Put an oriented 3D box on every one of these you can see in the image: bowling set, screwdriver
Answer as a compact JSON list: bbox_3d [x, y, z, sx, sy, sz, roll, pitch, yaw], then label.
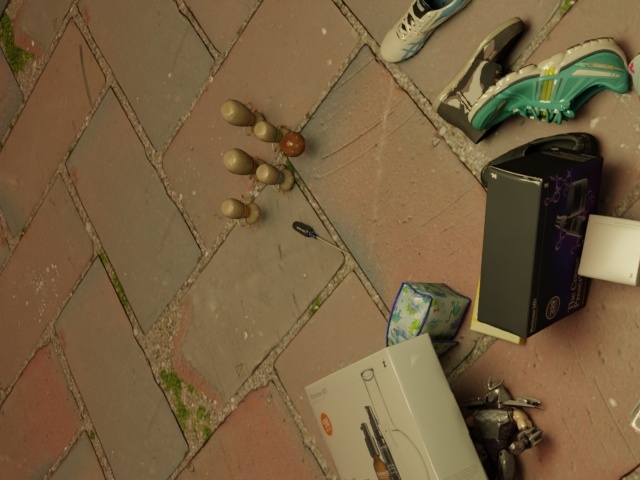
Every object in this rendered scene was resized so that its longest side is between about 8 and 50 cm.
[{"bbox_3d":[-0.103,-0.172,2.026,0.200,0.154,0.287,-1,84,25],"label":"bowling set"},{"bbox_3d":[0.000,0.000,1.969,0.170,0.024,0.025,34,80,38],"label":"screwdriver"}]

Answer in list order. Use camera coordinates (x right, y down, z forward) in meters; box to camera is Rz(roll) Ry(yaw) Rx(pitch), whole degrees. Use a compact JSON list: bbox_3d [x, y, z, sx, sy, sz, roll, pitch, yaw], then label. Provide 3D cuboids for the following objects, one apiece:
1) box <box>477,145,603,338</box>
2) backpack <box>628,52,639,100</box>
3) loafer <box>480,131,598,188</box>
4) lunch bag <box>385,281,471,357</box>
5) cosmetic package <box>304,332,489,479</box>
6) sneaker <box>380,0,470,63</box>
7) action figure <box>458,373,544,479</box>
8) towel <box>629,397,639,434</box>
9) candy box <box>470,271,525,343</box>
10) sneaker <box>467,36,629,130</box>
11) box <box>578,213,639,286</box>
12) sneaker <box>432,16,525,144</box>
[{"bbox_3d":[0.348,-0.001,1.474,0.103,0.184,0.261,22,119,43],"label":"box"},{"bbox_3d":[0.562,-0.218,1.289,0.225,0.253,0.191,-23,70,39],"label":"backpack"},{"bbox_3d":[0.363,-0.138,1.593,0.223,0.078,0.076,-17,74,42],"label":"loafer"},{"bbox_3d":[0.189,0.158,1.697,0.096,0.129,0.151,33,108,41],"label":"lunch bag"},{"bbox_3d":[0.122,0.345,1.639,0.377,0.097,0.284,-41,66,61],"label":"cosmetic package"},{"bbox_3d":[0.191,-0.431,1.783,0.237,0.086,0.085,-40,62,36],"label":"sneaker"},{"bbox_3d":[0.301,0.372,1.593,0.185,0.099,0.285,-14,72,53],"label":"action figure"},{"bbox_3d":[0.633,0.210,1.281,0.317,0.053,0.332,35,100,41],"label":"towel"},{"bbox_3d":[0.330,0.070,1.640,0.105,0.027,0.206,14,96,41],"label":"candy box"},{"bbox_3d":[0.376,-0.242,1.550,0.275,0.107,0.110,-22,82,23],"label":"sneaker"},{"bbox_3d":[0.477,0.017,1.462,0.101,0.087,0.102,13,95,44],"label":"box"},{"bbox_3d":[0.315,-0.285,1.670,0.118,0.083,0.222,45,111,16],"label":"sneaker"}]
